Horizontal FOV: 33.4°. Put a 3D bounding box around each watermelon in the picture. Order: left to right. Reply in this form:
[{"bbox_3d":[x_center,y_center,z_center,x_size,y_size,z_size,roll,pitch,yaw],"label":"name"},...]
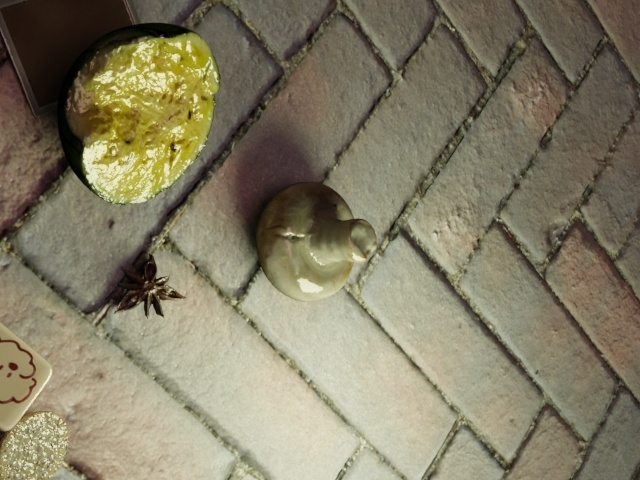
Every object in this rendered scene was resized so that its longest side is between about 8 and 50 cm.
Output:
[{"bbox_3d":[-0.337,-0.244,1.881,0.331,0.189,0.331,-41,155,-24],"label":"watermelon"}]

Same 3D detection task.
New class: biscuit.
[{"bbox_3d":[-0.497,0.362,1.838,0.152,0.020,0.152,-23,121,-45],"label":"biscuit"}]

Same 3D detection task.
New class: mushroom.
[{"bbox_3d":[0.000,0.000,2.130,0.243,0.243,0.244,1,89,-38],"label":"mushroom"}]

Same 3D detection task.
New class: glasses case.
[{"bbox_3d":[-0.604,0.165,1.745,0.336,0.076,0.144,46,63,-28],"label":"glasses case"}]

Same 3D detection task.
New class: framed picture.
[{"bbox_3d":[-0.439,-0.362,1.922,0.274,0.017,0.217,-27,105,-35],"label":"framed picture"}]

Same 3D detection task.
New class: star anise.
[{"bbox_3d":[-0.330,0.099,1.977,0.129,0.056,0.124,-38,87,-28],"label":"star anise"}]
